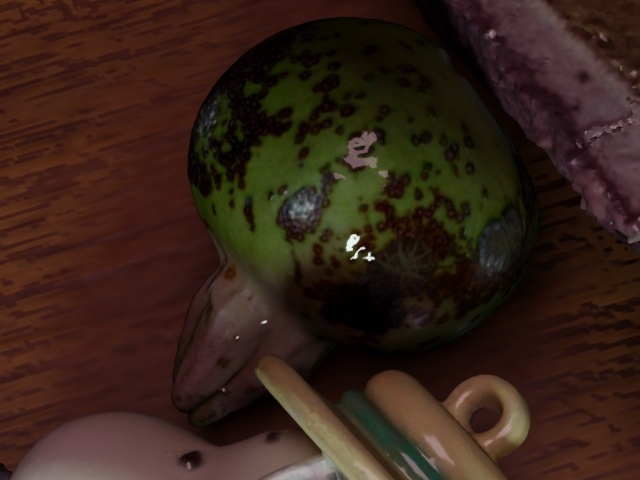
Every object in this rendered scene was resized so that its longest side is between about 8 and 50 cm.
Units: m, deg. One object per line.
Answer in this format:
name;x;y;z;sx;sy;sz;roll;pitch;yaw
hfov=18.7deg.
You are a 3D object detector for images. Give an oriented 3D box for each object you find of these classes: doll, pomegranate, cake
doll;-0.034;0.174;0.653;0.208;0.144;0.271;-5;60;24
pomegranate;0.008;-0.004;0.740;0.138;0.163;0.125;41;34;23
cake;0.104;-0.095;0.729;0.116;0.112;0.295;-28;44;-1
